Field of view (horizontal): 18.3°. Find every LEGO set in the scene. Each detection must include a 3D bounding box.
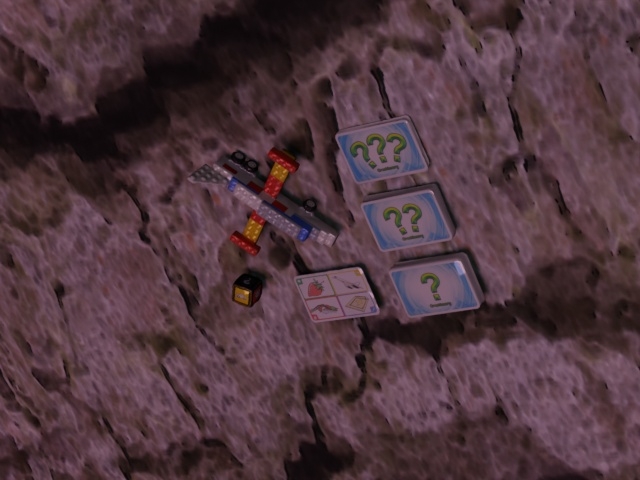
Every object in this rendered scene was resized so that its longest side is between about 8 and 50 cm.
[{"bbox_3d":[0.000,0.000,1.714,0.244,0.060,0.182,-9,114,36],"label":"LEGO set"}]
